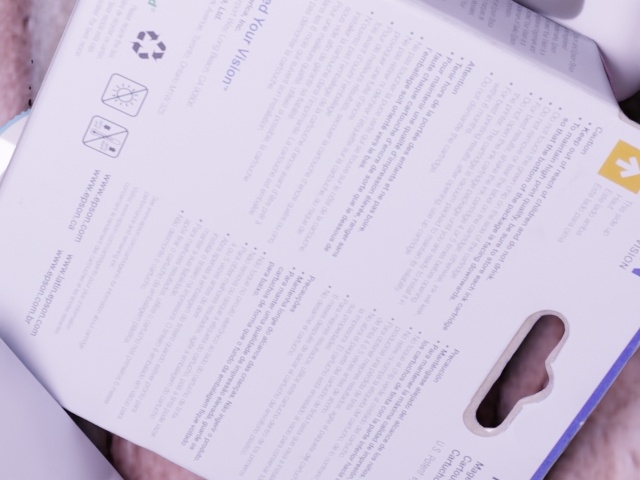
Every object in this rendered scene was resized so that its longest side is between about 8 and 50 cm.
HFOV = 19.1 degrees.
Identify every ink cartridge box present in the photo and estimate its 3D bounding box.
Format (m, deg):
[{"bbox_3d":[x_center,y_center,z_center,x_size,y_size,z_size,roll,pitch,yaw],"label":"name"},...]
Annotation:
[{"bbox_3d":[0.000,0.000,0.996,0.330,0.071,0.324,26,124,-6],"label":"ink cartridge box"}]

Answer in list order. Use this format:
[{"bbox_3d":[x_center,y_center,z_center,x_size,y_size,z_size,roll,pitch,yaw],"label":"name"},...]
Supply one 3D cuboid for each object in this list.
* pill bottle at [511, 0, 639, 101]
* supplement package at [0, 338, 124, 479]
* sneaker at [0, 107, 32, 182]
[{"bbox_3d":[0.114,-0.167,1.007,0.283,0.161,0.161,20,93,16],"label":"pill bottle"},{"bbox_3d":[-0.278,0.177,1.043,0.262,0.198,0.199,-4,53,22],"label":"supplement package"},{"bbox_3d":[-0.199,0.036,1.134,0.092,0.087,0.229,37,100,12],"label":"sneaker"}]
